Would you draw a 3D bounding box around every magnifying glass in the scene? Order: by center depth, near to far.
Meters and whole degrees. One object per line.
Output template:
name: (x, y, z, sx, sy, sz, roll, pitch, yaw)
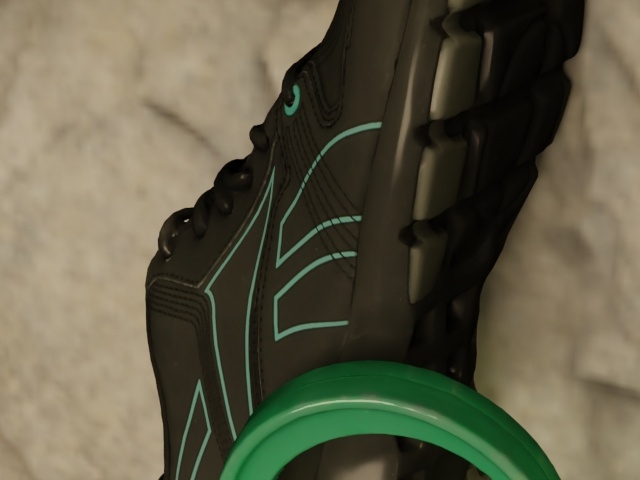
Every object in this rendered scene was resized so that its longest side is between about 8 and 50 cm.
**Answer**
magnifying glass: (0.052, 0.131, 0.526, 0.092, 0.026, 0.231, -24, 111, 23)

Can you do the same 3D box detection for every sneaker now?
sneaker: (0.000, 0.000, 0.545, 0.106, 0.101, 0.267, 20, 113, 24)
